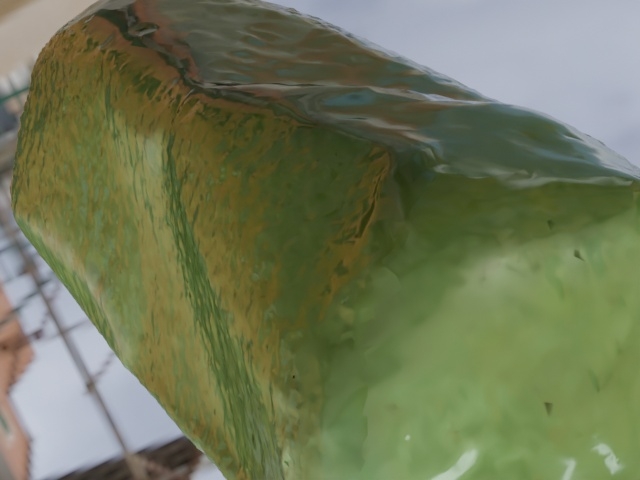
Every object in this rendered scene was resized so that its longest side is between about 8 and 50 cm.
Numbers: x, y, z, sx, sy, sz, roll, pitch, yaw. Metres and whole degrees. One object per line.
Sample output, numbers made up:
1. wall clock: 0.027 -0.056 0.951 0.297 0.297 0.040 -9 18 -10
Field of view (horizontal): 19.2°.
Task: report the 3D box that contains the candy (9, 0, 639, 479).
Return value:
1. candy: 0.000 0.000 0.605 0.142 0.132 0.343 17 -171 -25
